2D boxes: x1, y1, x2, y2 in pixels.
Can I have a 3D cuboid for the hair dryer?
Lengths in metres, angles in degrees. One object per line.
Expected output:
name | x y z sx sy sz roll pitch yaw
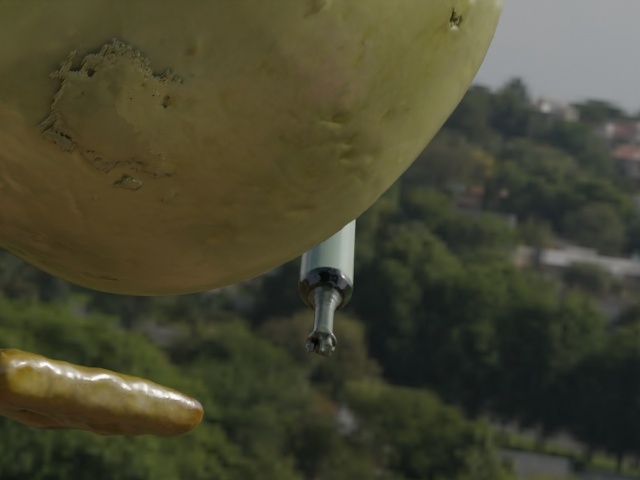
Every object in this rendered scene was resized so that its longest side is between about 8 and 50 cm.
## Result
hair dryer | 0.000 0.000 1.044 0.057 0.100 0.198 30 34 -17

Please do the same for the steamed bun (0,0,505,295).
steamed bun | -0.049 -0.095 0.714 0.166 0.273 0.232 45 -5 27

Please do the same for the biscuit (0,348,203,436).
biscuit | -0.090 0.045 0.588 0.083 0.018 0.081 -1 -14 44
